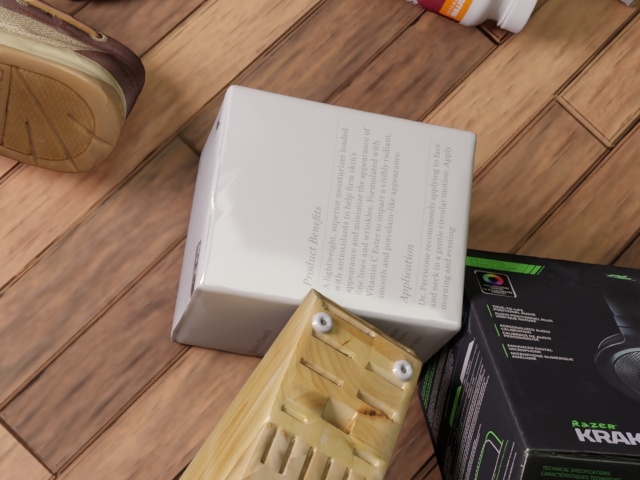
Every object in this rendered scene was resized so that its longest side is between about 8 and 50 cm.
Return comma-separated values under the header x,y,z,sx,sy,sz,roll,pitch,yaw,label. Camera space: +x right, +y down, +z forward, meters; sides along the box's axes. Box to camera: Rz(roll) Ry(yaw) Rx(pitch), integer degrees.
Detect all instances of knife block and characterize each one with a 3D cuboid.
x,y,z,sx,sy,sz,roll,pitch,yaw,label
-0.061,0.195,1.051,0.088,0.242,0.276,33,53,-14,knife block

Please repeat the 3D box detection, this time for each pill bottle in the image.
x,y,z,sx,sy,sz,roll,pitch,yaw,label
0.102,-0.224,1.276,0.152,0.086,0.086,22,69,-3,pill bottle

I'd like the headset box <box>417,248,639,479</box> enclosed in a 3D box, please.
x,y,z,sx,sy,sz,roll,pitch,yaw,label
0.213,0.127,1.091,0.246,0.283,0.131,7,115,-9,headset box

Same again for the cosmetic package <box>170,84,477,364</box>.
x,y,z,sx,sy,sz,roll,pitch,yaw,label
0.000,0.000,1.145,0.183,0.151,0.151,11,69,-9,cosmetic package

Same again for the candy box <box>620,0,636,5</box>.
x,y,z,sx,sy,sz,roll,pitch,yaw,label
0.205,-0.326,1.341,0.233,0.071,0.159,32,69,-1,candy box

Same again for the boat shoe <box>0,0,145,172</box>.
x,y,z,sx,sy,sz,roll,pitch,yaw,label
-0.291,-0.165,1.174,0.342,0.123,0.123,20,39,1,boat shoe
